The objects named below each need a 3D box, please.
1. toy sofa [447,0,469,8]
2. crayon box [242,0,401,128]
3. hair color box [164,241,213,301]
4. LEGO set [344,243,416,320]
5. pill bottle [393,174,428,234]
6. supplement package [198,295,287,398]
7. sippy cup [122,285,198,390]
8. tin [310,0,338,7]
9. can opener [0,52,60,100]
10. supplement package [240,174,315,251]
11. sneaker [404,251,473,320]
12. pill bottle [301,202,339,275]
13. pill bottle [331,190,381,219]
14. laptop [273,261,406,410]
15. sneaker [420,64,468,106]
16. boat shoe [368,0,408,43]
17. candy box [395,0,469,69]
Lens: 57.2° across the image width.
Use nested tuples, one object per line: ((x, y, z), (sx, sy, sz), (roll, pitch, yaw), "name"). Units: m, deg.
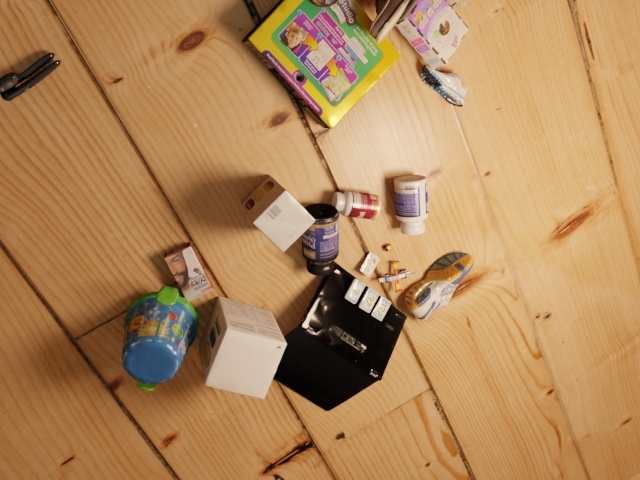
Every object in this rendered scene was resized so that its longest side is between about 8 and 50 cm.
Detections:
((0.379, -0.893, 1.759), (0.363, 0.177, 0.150), (49, 65, -23), "toy sofa")
((0.007, -0.574, 1.754), (0.313, 0.106, 0.363), (-47, 113, -2), "crayon box")
((-0.419, 0.101, 1.870), (0.093, 0.053, 0.167), (-26, 111, -6), "hair color box")
((0.216, 0.139, 2.039), (0.182, 0.060, 0.244), (34, 81, -24), "LEGO set")
((0.307, -0.119, 1.977), (0.111, 0.112, 0.187), (-10, 109, -13), "pill bottle")
((-0.256, 0.335, 1.874), (0.197, 0.263, 0.200), (19, 100, -21), "supplement package")
((-0.500, 0.309, 1.794), (0.239, 0.224, 0.306), (-19, 115, 3), "sippy cup")
((0.014, -0.749, 1.636), (0.106, 0.040, 0.190), (4, 101, -22), "tin")
((-0.791, -0.443, 1.595), (0.186, 0.073, 0.059), (-35, 105, -13), "can opener")
((-0.136, -0.088, 1.788), (0.139, 0.244, 0.134), (-45, 113, 0), "supplement package")
((0.437, 0.165, 2.121), (0.296, 0.112, 0.131), (-39, 130, 0), "sneaker")
((0.000, 0.000, 1.911), (0.122, 0.123, 0.219), (-8, 121, -13), "pill bottle")
((0.116, -0.118, 1.937), (0.151, 0.086, 0.086), (7, 104, -17), "pill bottle")
((0.037, 0.353, 2.097), (0.382, 0.236, 0.408), (38, 65, -23), "laptop")
((0.408, -0.522, 1.915), (0.190, 0.071, 0.083), (32, 82, -25), "sneaker")
((0.212, -0.710, 1.721), (0.096, 0.116, 0.325), (34, 66, -6), "boat shoe")
((0.346, -0.660, 1.816), (0.196, 0.070, 0.165), (42, 69, -23), "candy box")
